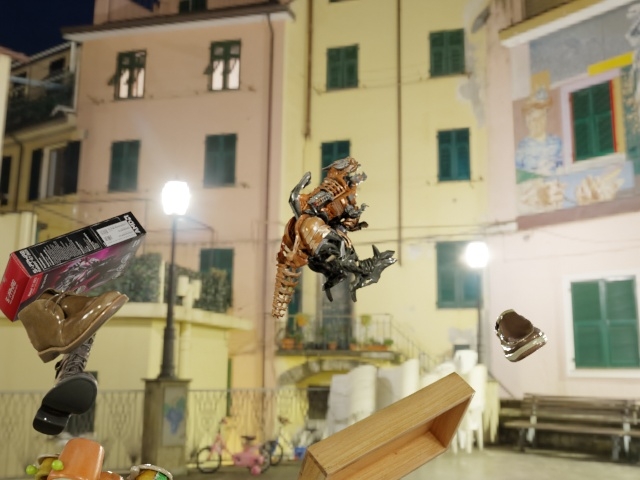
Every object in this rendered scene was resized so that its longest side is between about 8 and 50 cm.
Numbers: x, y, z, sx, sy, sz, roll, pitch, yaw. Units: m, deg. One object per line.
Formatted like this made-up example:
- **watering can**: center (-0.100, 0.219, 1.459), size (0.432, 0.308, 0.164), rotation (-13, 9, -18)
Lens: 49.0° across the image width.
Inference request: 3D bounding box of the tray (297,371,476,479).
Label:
- **tray**: center (0.132, 0.429, 1.449), size (0.411, 0.203, 0.076), rotation (-16, 45, -35)

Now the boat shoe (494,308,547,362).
- **boat shoe**: center (0.417, 0.199, 1.522), size (0.095, 0.095, 0.257), rotation (-34, -8, 3)

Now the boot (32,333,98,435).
- **boot**: center (-0.537, 0.277, 1.527), size (0.091, 0.229, 0.263), rotation (30, -50, -24)

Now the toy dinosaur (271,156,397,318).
- **toy dinosaur**: center (0.000, 0.000, 1.311), size (0.218, 0.322, 0.164), rotation (43, -4, -27)

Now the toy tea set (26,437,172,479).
- **toy tea set**: center (-0.421, 0.520, 1.411), size (0.336, 0.124, 0.200), rotation (28, -47, -20)

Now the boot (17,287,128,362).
- **boot**: center (-0.459, 0.135, 1.268), size (0.305, 0.115, 0.112), rotation (-25, 13, 41)

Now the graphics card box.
- **graphics card box**: center (-0.676, 0.067, 1.917), size (0.371, 0.094, 0.233), rotation (-28, -17, -47)
